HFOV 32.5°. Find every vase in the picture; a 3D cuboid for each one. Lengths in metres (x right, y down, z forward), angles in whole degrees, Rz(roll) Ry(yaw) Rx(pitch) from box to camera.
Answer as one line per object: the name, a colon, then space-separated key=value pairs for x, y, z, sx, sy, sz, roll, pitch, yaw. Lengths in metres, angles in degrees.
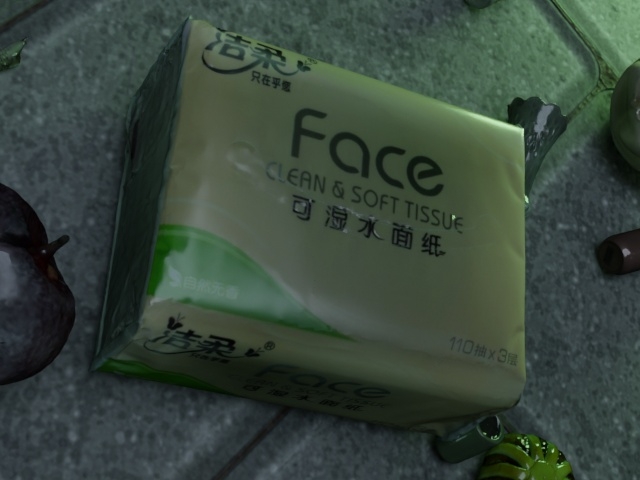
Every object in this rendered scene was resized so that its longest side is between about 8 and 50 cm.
vase: x=0.247 y=-0.096 z=1.357 sx=0.081 sy=0.081 sz=0.149 roll=30 pitch=67 yaw=-15

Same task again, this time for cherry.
cherry: x=-0.319 y=0.042 z=0.974 sx=0.195 sy=0.195 sz=0.195 roll=8 pitch=71 yaw=-24

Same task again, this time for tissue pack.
tissue pack: x=0.000 y=0.000 z=1.128 sx=0.404 sy=0.205 sz=0.332 roll=15 pitch=64 yaw=-23

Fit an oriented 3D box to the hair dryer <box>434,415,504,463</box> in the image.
hair dryer: x=0.179 y=0.182 z=1.248 sx=0.047 sy=0.071 sz=0.150 roll=40 pitch=44 yaw=-15

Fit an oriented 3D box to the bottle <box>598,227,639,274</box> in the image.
bottle: x=0.427 y=0.008 z=1.423 sx=0.140 sy=0.053 sz=0.053 roll=-12 pitch=80 yaw=-30

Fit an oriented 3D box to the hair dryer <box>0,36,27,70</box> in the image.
hair dryer: x=-0.447 y=-0.168 z=1.050 sx=0.229 sy=0.092 sz=0.267 roll=33 pitch=49 yaw=-7

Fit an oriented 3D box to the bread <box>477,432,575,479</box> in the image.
bread: x=0.237 y=0.287 z=1.232 sx=0.130 sy=0.071 sz=0.139 roll=20 pitch=66 yaw=-15

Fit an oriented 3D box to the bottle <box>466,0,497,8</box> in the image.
bottle: x=0.277 y=-0.373 z=1.466 sx=0.217 sy=0.060 sz=0.060 roll=-33 pitch=90 yaw=-30

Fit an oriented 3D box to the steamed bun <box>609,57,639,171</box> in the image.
steamed bun: x=0.457 y=-0.156 z=1.461 sx=0.182 sy=0.106 sz=0.183 roll=10 pitch=69 yaw=-27
